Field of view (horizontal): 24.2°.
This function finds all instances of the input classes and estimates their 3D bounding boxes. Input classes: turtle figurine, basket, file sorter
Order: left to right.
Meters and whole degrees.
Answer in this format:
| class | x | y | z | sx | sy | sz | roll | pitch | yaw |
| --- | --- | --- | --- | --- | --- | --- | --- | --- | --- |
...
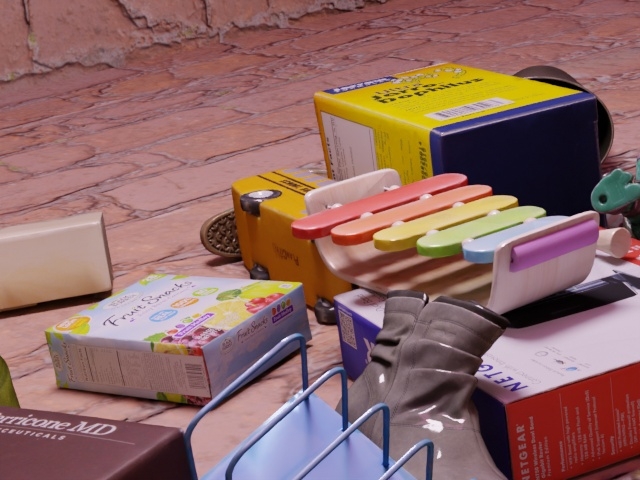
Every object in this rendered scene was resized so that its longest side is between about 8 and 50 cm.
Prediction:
| class | x | y | z | sx | sy | sz | roll | pitch | yaw |
| --- | --- | --- | --- | --- | --- | --- | --- | --- | --- |
| file sorter | 0.007 | 0.161 | 0.975 | 0.170 | 0.104 | 0.118 | 37 | 62 | 26 |
| basket | 0.295 | -0.161 | 2.032 | 0.204 | 0.154 | 0.227 | -7 | 13 | 12 |
| turtle figurine | 0.374 | -0.023 | 1.585 | 0.175 | 0.118 | 0.234 | 49 | 29 | 20 |

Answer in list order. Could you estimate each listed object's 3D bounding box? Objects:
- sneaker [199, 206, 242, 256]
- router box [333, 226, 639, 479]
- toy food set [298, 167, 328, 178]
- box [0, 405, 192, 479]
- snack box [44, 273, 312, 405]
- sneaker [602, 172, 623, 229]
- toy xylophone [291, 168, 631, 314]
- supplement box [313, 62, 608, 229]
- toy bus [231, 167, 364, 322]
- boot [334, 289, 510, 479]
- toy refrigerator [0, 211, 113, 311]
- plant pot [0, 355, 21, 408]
| class | x | y | z | sx | sy | sz | roll | pitch | yaw |
| --- | --- | --- | --- | --- | --- | --- | --- | --- | --- |
| sneaker | -0.073 | -0.022 | 1.899 | 0.192 | 0.064 | 0.086 | -16 | 10 | -23 |
| router box | 0.216 | 0.091 | 1.324 | 0.301 | 0.082 | 0.335 | -15 | 18 | -20 |
| toy food set | 0.000 | -0.064 | 2.053 | 0.132 | 0.038 | 0.192 | 3 | 14 | 14 |
| box | -0.258 | 0.244 | 0.949 | 0.191 | 0.143 | 0.381 | 2 | 17 | 33 |
| snack box | -0.143 | 0.096 | 1.509 | 0.207 | 0.070 | 0.174 | 1 | 19 | 34 |
| sneaker | 0.342 | -0.045 | 1.748 | 0.061 | 0.065 | 0.158 | -16 | 18 | -25 |
| toy xylophone | 0.138 | -0.007 | 1.398 | 0.236 | 0.081 | 0.322 | -21 | 21 | -38 |
| supplement box | 0.155 | -0.078 | 1.725 | 0.195 | 0.194 | 0.356 | -15 | 18 | -19 |
| toy bus | 0.000 | 0.000 | 1.696 | 0.130 | 0.108 | 0.332 | -14 | 17 | -23 |
| boot | 0.099 | 0.121 | 1.108 | 0.083 | 0.161 | 0.246 | 29 | -6 | -38 |
| toy refrigerator | -0.389 | 0.038 | 1.795 | 0.269 | 0.094 | 0.102 | -9 | 10 | -6 |
| plant pot | -0.469 | 0.053 | 1.315 | 0.366 | 0.353 | 0.366 | -8 | 17 | 2 |
